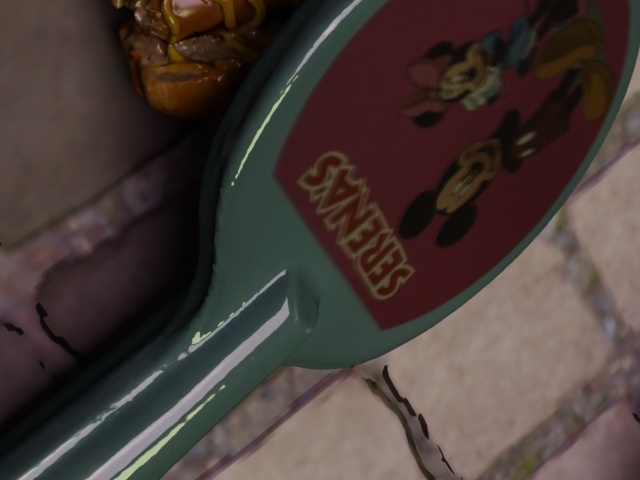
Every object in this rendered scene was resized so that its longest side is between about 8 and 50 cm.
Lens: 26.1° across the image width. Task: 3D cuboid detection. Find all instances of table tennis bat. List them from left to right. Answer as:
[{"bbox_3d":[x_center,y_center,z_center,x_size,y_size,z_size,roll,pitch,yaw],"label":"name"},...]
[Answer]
[{"bbox_3d":[0.000,0.000,0.387,0.244,0.040,0.153,-42,145,-7],"label":"table tennis bat"}]

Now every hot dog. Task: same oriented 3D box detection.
[{"bbox_3d":[0.016,-0.085,0.389,0.165,0.045,0.071,-23,111,-23],"label":"hot dog"}]
